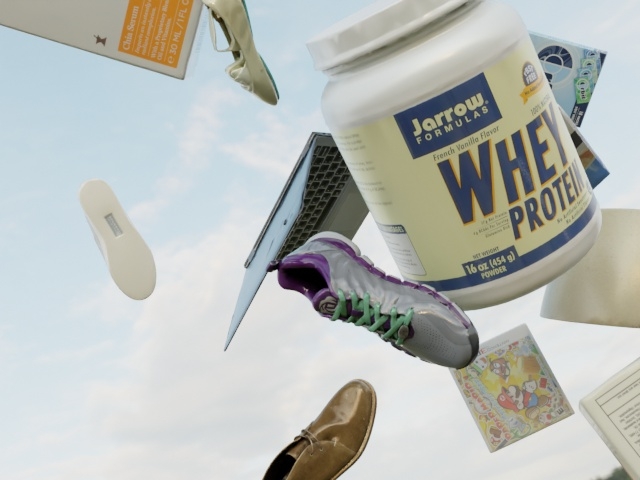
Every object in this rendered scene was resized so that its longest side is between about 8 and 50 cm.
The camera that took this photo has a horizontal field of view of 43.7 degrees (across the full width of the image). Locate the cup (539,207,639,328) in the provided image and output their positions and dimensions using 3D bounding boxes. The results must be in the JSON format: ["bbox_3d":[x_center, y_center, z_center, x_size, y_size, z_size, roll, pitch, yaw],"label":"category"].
[{"bbox_3d":[0.635,0.057,1.674,0.331,0.237,0.331,3,-2,0],"label":"cup"}]

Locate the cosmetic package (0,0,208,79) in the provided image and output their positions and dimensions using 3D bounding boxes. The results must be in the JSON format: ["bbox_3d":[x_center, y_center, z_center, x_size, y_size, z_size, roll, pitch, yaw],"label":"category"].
[{"bbox_3d":[-0.460,-0.505,1.641,0.453,0.161,0.230,15,-77,-5],"label":"cosmetic package"}]

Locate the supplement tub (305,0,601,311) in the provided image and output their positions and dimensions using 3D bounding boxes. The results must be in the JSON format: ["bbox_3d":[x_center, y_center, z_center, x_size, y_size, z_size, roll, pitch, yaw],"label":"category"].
[{"bbox_3d":[0.143,-0.113,0.874,0.235,0.325,0.235,-26,16,8],"label":"supplement tub"}]

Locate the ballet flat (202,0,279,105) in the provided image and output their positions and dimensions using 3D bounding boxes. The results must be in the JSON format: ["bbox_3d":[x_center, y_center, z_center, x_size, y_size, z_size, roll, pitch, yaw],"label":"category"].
[{"bbox_3d":[-0.153,-0.348,1.477,0.086,0.086,0.248,-21,-60,-1],"label":"ballet flat"}]

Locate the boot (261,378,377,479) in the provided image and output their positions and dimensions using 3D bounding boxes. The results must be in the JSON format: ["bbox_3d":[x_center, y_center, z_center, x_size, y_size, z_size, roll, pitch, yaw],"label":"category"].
[{"bbox_3d":[-0.002,0.383,1.484,0.305,0.112,0.115,-55,-39,-11],"label":"boot"}]

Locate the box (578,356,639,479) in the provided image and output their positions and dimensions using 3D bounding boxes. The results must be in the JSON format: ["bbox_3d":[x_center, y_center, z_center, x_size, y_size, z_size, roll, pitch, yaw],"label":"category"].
[{"bbox_3d":[0.397,0.222,0.818,0.148,0.232,0.127,-36,-23,4],"label":"box"}]

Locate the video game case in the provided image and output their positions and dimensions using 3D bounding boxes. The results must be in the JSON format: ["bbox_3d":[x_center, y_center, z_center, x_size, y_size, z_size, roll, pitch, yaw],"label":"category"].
[{"bbox_3d":[0.421,0.328,1.790,0.206,0.227,0.026,-25,-19,1],"label":"video game case"}]

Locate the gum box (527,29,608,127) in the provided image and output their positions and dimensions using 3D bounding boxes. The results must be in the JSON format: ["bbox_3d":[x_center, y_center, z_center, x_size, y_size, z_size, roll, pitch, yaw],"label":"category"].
[{"bbox_3d":[0.469,-0.333,1.635,0.041,0.184,0.157,-44,-29,-61],"label":"gum box"}]

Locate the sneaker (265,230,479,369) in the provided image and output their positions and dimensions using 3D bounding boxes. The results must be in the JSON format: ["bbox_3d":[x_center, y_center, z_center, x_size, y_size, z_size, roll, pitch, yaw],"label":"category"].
[{"bbox_3d":[0.048,0.074,0.810,0.098,0.223,0.083,-24,-45,-47],"label":"sneaker"}]

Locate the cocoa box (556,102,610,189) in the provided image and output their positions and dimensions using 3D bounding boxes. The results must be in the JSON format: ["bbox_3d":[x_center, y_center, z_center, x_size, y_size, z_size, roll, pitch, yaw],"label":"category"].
[{"bbox_3d":[0.255,-0.174,1.330,0.231,0.347,0.228,-45,-43,12],"label":"cocoa box"}]

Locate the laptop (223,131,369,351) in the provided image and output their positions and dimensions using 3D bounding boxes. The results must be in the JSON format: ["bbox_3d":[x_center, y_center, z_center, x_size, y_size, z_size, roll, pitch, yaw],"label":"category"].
[{"bbox_3d":[0.000,0.000,1.632,0.407,0.236,0.382,-1,-44,-37],"label":"laptop"}]

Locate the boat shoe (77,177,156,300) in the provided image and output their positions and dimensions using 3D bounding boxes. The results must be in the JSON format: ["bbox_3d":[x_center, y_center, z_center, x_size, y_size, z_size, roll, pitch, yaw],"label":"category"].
[{"bbox_3d":[-0.292,-0.001,1.135,0.066,0.184,0.063,-33,11,-14],"label":"boat shoe"}]
